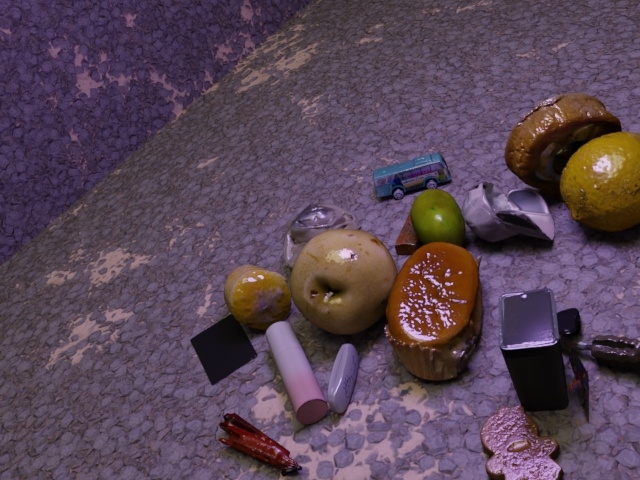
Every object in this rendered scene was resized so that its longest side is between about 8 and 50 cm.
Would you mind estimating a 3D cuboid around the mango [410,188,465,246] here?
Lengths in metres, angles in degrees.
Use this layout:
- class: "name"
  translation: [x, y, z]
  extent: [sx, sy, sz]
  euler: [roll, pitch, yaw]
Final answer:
- class: "mango"
  translation: [0.352, -0.047, 1.965]
  extent: [0.149, 0.185, 0.273]
  euler: [-24, 24, 13]

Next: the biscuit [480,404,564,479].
- class: "biscuit"
  translation: [0.427, 0.455, 1.438]
  extent: [0.166, 0.036, 0.225]
  euler: [-25, 33, 0]

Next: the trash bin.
- class: "trash bin"
  translation: [0.482, 0.249, 1.487]
  extent: [0.122, 0.240, 0.164]
  euler: [-9, 41, 21]

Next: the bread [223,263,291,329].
- class: "bread"
  translation: [-0.198, 0.172, 2.043]
  extent: [0.197, 0.197, 0.170]
  euler: [-35, 27, -13]

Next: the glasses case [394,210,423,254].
- class: "glasses case"
  translation: [0.306, -0.046, 2.117]
  extent: [0.075, 0.049, 0.218]
  euler: [1, 44, 31]

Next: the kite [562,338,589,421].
- class: "kite"
  translation: [0.571, 0.307, 1.474]
  extent: [0.010, 0.159, 0.190]
  euler: [-22, 77, 34]

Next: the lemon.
- class: "lemon"
  translation: [0.802, -0.163, 1.798]
  extent: [0.310, 0.258, 0.258]
  euler: [-32, 36, -2]

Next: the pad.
- class: "pad"
  translation: [-0.301, 0.330, 2.048]
  extent: [0.164, 0.004, 0.243]
  euler: [-32, 37, -9]

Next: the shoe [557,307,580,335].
- class: "shoe"
  translation: [0.603, 0.212, 1.614]
  extent: [0.062, 0.053, 0.159]
  euler: [-17, 4, 24]

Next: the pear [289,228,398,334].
- class: "pear"
  translation: [0.068, 0.108, 1.870]
  extent: [0.309, 0.309, 0.309]
  euler: [-16, 37, 13]

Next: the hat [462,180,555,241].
- class: "hat"
  translation: [0.546, -0.065, 1.928]
  extent: [0.275, 0.161, 0.232]
  euler: [21, 33, 16]

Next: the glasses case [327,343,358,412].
- class: "glasses case"
  translation: [0.060, 0.359, 1.738]
  extent: [0.049, 0.076, 0.197]
  euler: [-8, 39, 26]

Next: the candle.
- class: "candle"
  translation: [-0.154, 0.518, 1.683]
  extent: [0.302, 0.059, 0.084]
  euler: [13, 60, 40]

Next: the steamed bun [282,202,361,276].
- class: "steamed bun"
  translation: [0.000, 0.000, 2.111]
  extent: [0.268, 0.207, 0.280]
  euler: [-20, 38, 7]

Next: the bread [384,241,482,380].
- class: "bread"
  translation: [0.299, 0.172, 1.740]
  extent: [0.236, 0.183, 0.388]
  euler: [-5, 41, 22]

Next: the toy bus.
- class: "toy bus"
  translation: [0.312, -0.221, 2.288]
  extent: [0.262, 0.109, 0.091]
  euler: [-15, 31, 12]

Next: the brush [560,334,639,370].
- class: "brush"
  translation: [0.623, 0.246, 1.550]
  extent: [0.301, 0.084, 0.071]
  euler: [2, 68, 45]

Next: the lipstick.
- class: "lipstick"
  translation: [-0.070, 0.353, 1.812]
  extent: [0.087, 0.087, 0.327]
  euler: [-27, 36, -3]

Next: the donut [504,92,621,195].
- class: "donut"
  translation: [0.714, -0.267, 1.938]
  extent: [0.330, 0.330, 0.160]
  euler: [-23, 48, 3]
